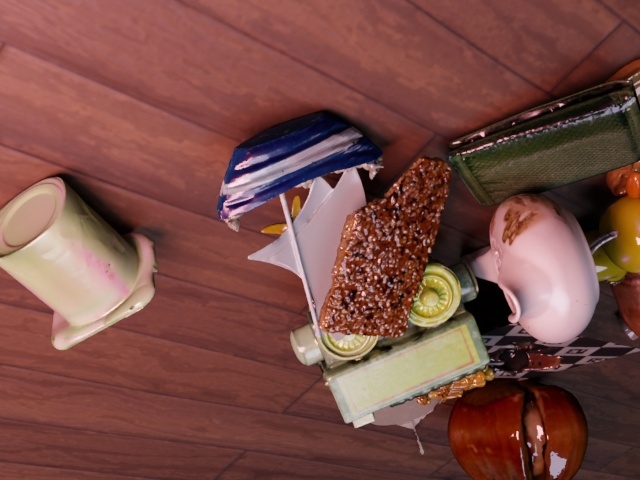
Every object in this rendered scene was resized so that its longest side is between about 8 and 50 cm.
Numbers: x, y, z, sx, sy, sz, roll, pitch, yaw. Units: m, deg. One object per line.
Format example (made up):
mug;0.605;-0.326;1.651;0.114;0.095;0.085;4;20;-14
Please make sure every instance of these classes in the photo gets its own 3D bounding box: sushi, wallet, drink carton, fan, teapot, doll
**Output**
sushi;0.315;0.162;1.357;0.292;0.059;0.294;12;156;-30
wallet;0.297;-0.117;1.078;0.236;0.055;0.160;-17;146;22
drink carton;-0.289;0.013;0.956;0.146;0.144;0.142;-30;129;11
fan;0.171;0.332;1.582;0.182;0.010;0.310;-18;137;-1
teapot;0.281;0.039;1.121;0.140;0.204;0.298;-20;-176;4
doll;0.434;-0.005;1.198;0.136;0.142;0.221;-8;163;-12

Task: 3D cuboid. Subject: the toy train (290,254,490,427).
toy train;0.100;0.127;1.164;0.272;0.159;0.188;-22;102;-2

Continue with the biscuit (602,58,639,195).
biscuit;0.463;-0.144;1.149;0.202;0.044;0.288;-28;137;9

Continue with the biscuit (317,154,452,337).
biscuit;0.082;0.007;1.020;0.131;0.026;0.236;8;104;-34

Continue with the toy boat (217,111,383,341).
toy boat;0.000;0.000;1.005;0.221;0.067;0.290;-26;113;-21

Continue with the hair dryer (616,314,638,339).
hair dryer;0.671;0.128;1.538;0.195;0.053;0.220;-39;143;22

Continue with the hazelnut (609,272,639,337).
hazelnut;0.572;0.064;1.334;0.186;0.210;0.210;-9;145;-49

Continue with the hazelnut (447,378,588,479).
hazelnut;0.361;0.360;1.533;0.252;0.217;0.217;-5;143;17

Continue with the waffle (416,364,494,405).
waffle;0.148;0.224;1.366;0.232;0.051;0.229;21;151;-41
